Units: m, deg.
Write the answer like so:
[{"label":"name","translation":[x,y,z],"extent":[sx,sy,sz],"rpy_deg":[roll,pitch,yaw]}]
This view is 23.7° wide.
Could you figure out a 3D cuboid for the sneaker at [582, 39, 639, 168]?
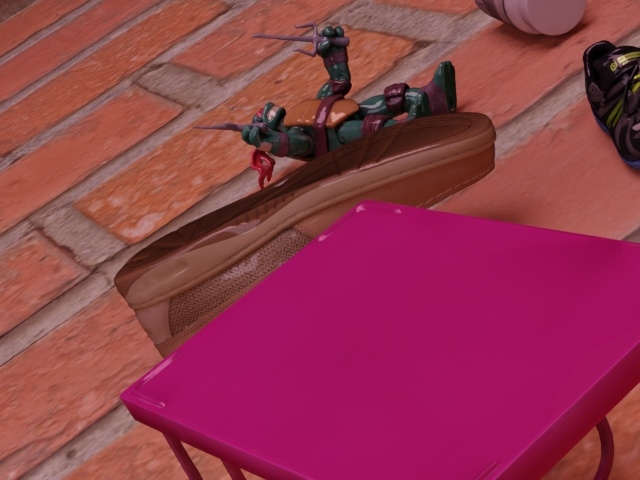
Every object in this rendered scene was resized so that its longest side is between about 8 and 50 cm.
[{"label":"sneaker","translation":[0.251,-0.113,1.221],"extent":[0.067,0.078,0.188],"rpy_deg":[-29,24,2]}]

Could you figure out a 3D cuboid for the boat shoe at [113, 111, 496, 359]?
[{"label":"boat shoe","translation":[0.000,0.000,1.242],"extent":[0.341,0.110,0.121],"rpy_deg":[-24,12,20]}]

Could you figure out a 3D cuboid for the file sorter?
[{"label":"file sorter","translation":[0.075,0.119,0.826],"extent":[0.202,0.182,0.291],"rpy_deg":[-39,26,-24]}]

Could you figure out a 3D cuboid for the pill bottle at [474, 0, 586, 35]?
[{"label":"pill bottle","translation":[0.211,-0.252,1.541],"extent":[0.078,0.078,0.137],"rpy_deg":[-31,24,-5]}]

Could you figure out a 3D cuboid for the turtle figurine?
[{"label":"turtle figurine","translation":[0.006,-0.128,1.479],"extent":[0.234,0.118,0.175],"rpy_deg":[1,50,24]}]
